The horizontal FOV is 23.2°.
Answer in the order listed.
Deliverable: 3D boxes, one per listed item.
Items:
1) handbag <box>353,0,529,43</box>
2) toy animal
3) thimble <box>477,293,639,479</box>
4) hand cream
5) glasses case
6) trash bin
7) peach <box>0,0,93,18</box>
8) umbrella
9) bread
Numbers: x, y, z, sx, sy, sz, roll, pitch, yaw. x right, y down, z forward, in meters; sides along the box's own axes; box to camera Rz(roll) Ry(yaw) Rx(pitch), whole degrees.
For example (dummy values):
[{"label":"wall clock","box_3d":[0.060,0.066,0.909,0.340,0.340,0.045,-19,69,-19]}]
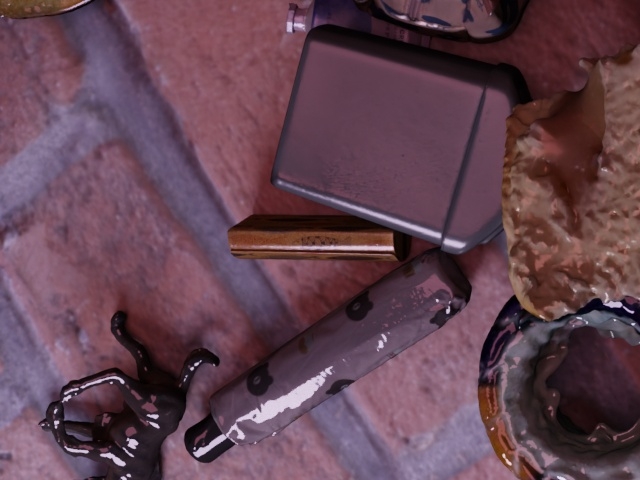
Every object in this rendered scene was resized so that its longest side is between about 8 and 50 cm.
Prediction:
[{"label":"handbag","box_3d":[0.128,-0.305,1.381,0.190,0.193,0.251,20,97,7]},{"label":"toy animal","box_3d":[-0.201,0.186,1.608,0.148,0.084,0.232,35,98,-4]},{"label":"thimble","box_3d":[0.263,0.126,1.397,0.237,0.150,0.237,1,93,17]},{"label":"hand cream","box_3d":[0.037,-0.207,1.509,0.142,0.053,0.084,8,96,8]},{"label":"glasses case","box_3d":[0.000,0.000,1.524,0.170,0.064,0.041,1,104,19]},{"label":"trash bin","box_3d":[0.087,-0.094,1.450,0.236,0.101,0.176,17,107,9]},{"label":"peach","box_3d":[-0.295,-0.321,1.604,0.279,0.068,0.189,-15,97,18]},{"label":"umbrella","box_3d":[0.001,0.119,1.530,0.337,0.067,0.073,-35,72,19]},{"label":"bread","box_3d":[0.272,-0.038,1.340,0.183,0.211,0.224,-8,79,27]}]
